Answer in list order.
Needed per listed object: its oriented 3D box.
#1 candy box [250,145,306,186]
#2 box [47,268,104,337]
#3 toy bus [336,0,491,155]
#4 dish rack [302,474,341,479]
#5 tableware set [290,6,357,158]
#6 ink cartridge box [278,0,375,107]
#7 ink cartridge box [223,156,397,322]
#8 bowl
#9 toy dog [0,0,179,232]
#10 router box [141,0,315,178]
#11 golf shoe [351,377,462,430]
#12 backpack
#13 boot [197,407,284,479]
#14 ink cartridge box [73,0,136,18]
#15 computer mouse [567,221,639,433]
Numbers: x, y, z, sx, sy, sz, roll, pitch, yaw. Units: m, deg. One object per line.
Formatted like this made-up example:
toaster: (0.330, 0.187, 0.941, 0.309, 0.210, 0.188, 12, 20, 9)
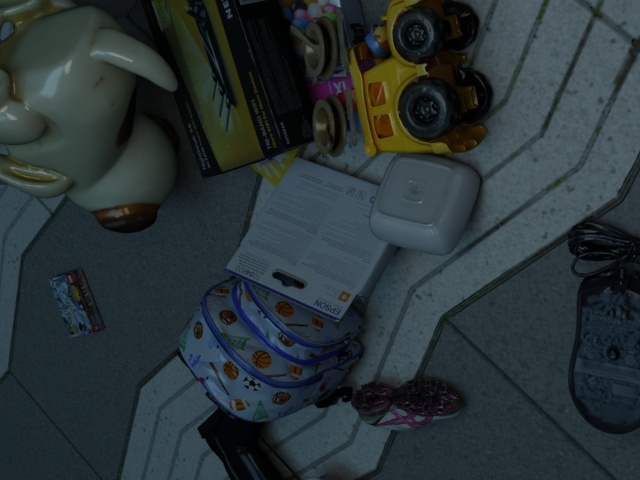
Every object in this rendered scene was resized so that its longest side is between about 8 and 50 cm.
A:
candy box: (-0.115, -0.182, 1.491, 0.206, 0.027, 0.105, 38, 129, 20)
box: (-0.515, 0.133, 1.914, 0.094, 0.027, 0.137, -13, 99, 41)
toy bus: (0.104, -0.220, 1.223, 0.212, 0.149, 0.220, -4, 104, 34)
dish rack: (0.056, 0.589, 1.633, 0.286, 0.072, 0.332, 34, 125, 23)
tableware set: (-0.001, -0.209, 1.243, 0.128, 0.039, 0.194, 169, 94, -69)
ink cartridge box: (-0.030, -0.337, 1.347, 0.186, 0.065, 0.311, -5, 102, 38)
ink cartridge box: (0.000, 0.000, 1.369, 0.223, 0.224, 0.045, 23, 161, 29)
bowl: (0.139, -0.060, 1.280, 0.142, 0.053, 0.142, 16, 77, 30)
toy dog: (-0.373, -0.198, 1.457, 0.396, 0.284, 0.408, -8, 146, 12)
router box: (-0.140, -0.266, 1.373, 0.243, 0.081, 0.308, -12, 99, 54)
golf shoe: (0.146, 0.267, 1.454, 0.186, 0.067, 0.086, -5, 136, 34)
backpack: (-0.080, 0.157, 1.441, 0.276, 0.263, 0.213, 40, 127, 19)
boot: (-0.113, 0.382, 1.661, 0.207, 0.094, 0.246, 55, 137, 11)
ink cartridge box: (-0.409, -0.499, 1.495, 0.232, 0.168, 0.171, 54, 131, 7)
computer mouse: (0.406, 0.119, 1.194, 0.189, 0.072, 0.272, 14, 103, 35)
